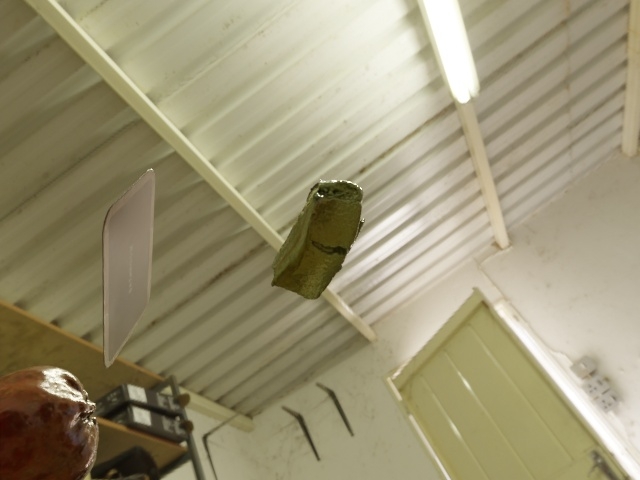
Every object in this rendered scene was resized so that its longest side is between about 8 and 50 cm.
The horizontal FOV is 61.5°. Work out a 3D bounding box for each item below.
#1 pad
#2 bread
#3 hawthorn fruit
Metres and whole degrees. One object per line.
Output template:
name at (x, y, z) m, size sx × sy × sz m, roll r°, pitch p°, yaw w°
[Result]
pad at (-0.277, 0.041, 0.785) m, size 0.002 × 0.176 × 0.266 m, roll 12°, pitch -61°, yaw 0°
bread at (0.000, 0.000, 1.055) m, size 0.124 × 0.186 × 0.257 m, roll 24°, pitch -48°, yaw -9°
hawthorn fruit at (-0.526, 0.357, 0.960) m, size 0.262 × 0.258 × 0.258 m, roll -48°, pitch -31°, yaw -27°
